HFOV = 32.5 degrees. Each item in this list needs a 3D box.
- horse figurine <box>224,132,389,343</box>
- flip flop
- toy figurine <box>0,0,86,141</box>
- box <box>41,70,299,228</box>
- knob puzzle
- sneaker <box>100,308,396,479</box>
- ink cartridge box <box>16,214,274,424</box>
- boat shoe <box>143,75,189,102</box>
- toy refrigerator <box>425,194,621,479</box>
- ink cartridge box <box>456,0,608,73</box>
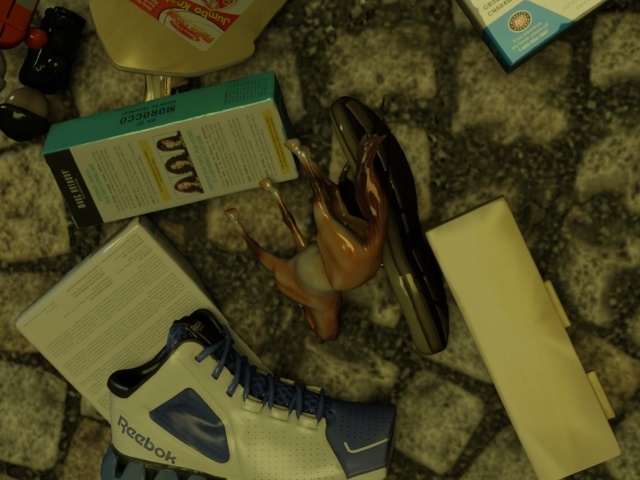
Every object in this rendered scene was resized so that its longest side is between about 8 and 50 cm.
[{"bbox_3d":[0.000,0.000,1.060,0.066,0.263,0.174,-29,83,-34],"label":"horse figurine"},{"bbox_3d":[0.058,-0.012,1.117,0.080,0.112,0.277,-17,97,24],"label":"flip flop"},{"bbox_3d":[-0.363,-0.206,1.106,0.209,0.213,0.148,19,83,6],"label":"toy figurine"},{"bbox_3d":[-0.151,-0.092,1.132,0.244,0.060,0.101,-12,127,8],"label":"box"},{"bbox_3d":[-0.150,-0.235,1.123,0.213,0.030,0.213,5,64,-11],"label":"knob puzzle"},{"bbox_3d":[-0.084,0.165,1.111,0.315,0.127,0.182,-3,107,8],"label":"sneaker"},{"bbox_3d":[-0.188,0.110,1.193,0.181,0.056,0.225,-39,106,9],"label":"ink cartridge box"},{"bbox_3d":[-0.161,-0.171,1.162,0.045,0.050,0.135,7,105,5],"label":"boat shoe"},{"bbox_3d":[0.204,0.092,1.093,0.094,0.102,0.270,-24,89,10],"label":"toy refrigerator"},{"bbox_3d":[0.188,-0.291,1.077,0.148,0.086,0.203,-35,89,10],"label":"ink cartridge box"}]
